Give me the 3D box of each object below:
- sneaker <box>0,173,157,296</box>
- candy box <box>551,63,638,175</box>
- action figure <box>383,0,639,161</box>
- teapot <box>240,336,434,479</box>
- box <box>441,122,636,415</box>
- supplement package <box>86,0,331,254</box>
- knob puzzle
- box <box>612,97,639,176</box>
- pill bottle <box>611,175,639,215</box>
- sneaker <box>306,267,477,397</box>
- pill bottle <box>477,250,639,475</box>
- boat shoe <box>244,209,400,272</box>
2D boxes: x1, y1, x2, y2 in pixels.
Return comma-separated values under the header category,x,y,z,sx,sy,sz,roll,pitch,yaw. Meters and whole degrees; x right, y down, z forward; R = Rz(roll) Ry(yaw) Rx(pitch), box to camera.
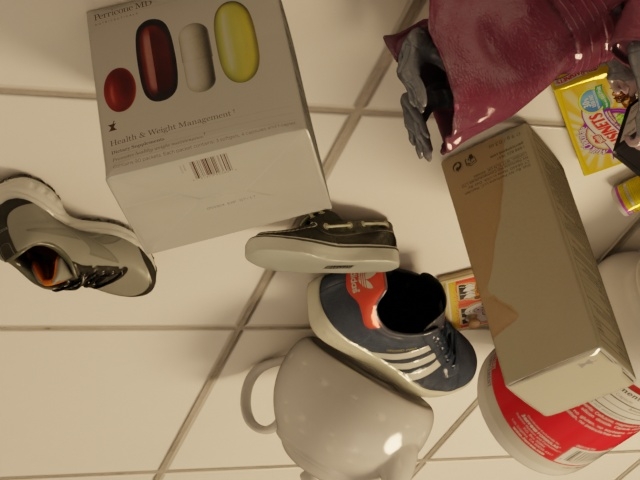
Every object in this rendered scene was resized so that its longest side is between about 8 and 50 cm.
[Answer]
category,x,y,z,sx,sy,sz,roll,pitch,yaw
sneaker,-0.295,0.023,1.609,0.100,0.108,0.271,-29,147,23
candy box,0.344,-0.151,1.627,0.105,0.027,0.206,-18,148,13
action figure,0.244,-0.224,1.388,0.370,0.248,0.276,-26,105,-2
teapot,0.023,0.266,1.956,0.252,0.256,0.187,30,93,-12
box,0.259,0.035,1.623,0.121,0.311,0.148,-24,147,19
supplement package,-0.110,-0.127,1.335,0.194,0.203,0.149,-14,149,2
knob puzzle,0.275,0.082,1.981,0.213,0.030,0.213,-9,149,-6
box,0.546,-0.114,1.383,0.318,0.097,0.395,35,141,-12
pill bottle,0.426,-0.067,1.777,0.083,0.043,0.043,-28,146,25
sneaker,0.142,0.121,1.897,0.148,0.131,0.350,-28,146,32
pill bottle,0.426,0.161,1.965,0.229,0.229,0.408,8,144,-30
boat shoe,0.000,0.000,1.712,0.219,0.070,0.077,4,161,-33
